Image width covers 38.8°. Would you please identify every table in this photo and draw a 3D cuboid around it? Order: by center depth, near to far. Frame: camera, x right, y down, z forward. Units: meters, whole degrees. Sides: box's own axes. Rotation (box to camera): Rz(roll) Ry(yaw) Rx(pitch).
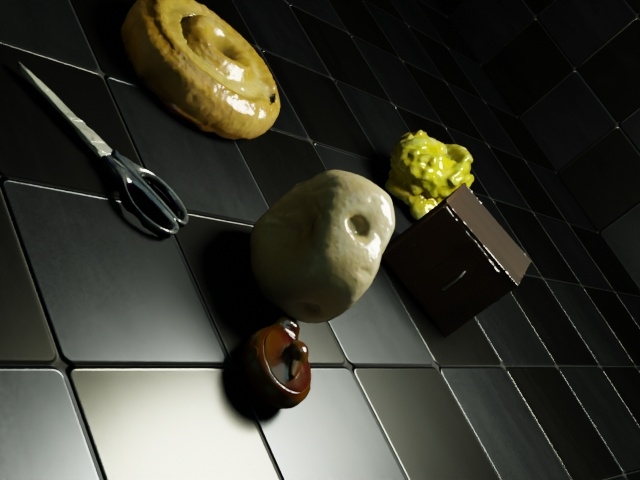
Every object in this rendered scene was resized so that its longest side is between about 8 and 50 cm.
[{"bbox_3d":[0.242,0.034,1.635,0.193,0.169,0.172,51,26,2],"label":"table"}]

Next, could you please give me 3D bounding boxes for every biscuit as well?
[{"bbox_3d":[-0.187,-0.294,1.499,0.296,0.102,0.296,34,30,-23],"label":"biscuit"}]

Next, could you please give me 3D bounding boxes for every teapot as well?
[{"bbox_3d":[-0.046,0.148,1.130,0.098,0.078,0.129,39,27,-20],"label":"teapot"}]

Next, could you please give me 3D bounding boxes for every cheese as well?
[{"bbox_3d":[0.000,0.000,1.265,0.117,0.218,0.235,35,7,-34],"label":"cheese"}]

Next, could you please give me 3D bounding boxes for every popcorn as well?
[{"bbox_3d":[0.221,-0.136,1.867,0.197,0.155,0.197,18,34,-13],"label":"popcorn"}]

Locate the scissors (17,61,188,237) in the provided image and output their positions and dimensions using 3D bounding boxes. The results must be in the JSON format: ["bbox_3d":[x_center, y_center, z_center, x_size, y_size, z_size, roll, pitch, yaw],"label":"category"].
[{"bbox_3d":[-0.289,-0.121,1.187,0.300,0.022,0.109,45,22,-5],"label":"scissors"}]
